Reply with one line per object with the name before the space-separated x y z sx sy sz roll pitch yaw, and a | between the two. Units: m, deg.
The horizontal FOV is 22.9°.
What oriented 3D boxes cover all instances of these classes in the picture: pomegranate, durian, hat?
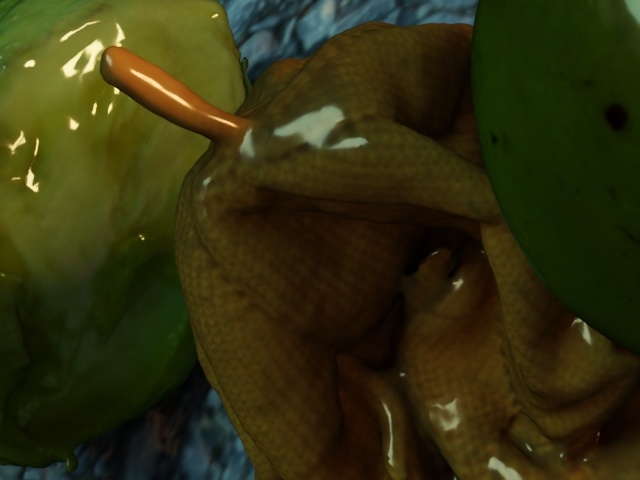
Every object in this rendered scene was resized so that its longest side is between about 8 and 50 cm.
pomegranate | 0.147 -0.029 0.438 0.198 0.198 0.246 -36 44 26
durian | -0.152 -0.026 0.838 0.256 0.204 0.339 -48 25 -12
hat | 0.000 0.000 0.585 0.244 0.233 0.233 -40 37 20
